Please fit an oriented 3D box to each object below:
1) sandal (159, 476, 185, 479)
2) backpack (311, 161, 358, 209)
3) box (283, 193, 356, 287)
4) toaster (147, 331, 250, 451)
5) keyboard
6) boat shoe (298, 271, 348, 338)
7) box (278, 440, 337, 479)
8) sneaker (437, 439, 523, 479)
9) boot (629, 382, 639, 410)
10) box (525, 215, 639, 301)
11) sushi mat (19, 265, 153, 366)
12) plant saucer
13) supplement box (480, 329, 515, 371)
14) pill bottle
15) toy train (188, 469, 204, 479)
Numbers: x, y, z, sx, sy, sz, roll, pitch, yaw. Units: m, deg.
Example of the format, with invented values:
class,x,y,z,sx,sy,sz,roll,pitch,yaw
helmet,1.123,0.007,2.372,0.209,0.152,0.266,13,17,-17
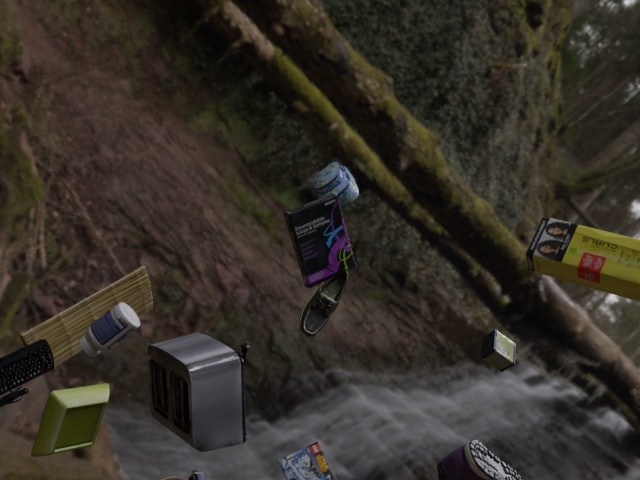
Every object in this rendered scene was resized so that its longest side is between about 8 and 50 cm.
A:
class,x,y,z,sx,sy,sz,roll,pitch,yaw
sandal,-0.519,0.763,2.236,0.079,0.240,0.088,4,-76,48
backpack,0.033,-0.128,1.822,0.084,0.105,0.114,48,11,-34
box,0.000,0.000,1.502,0.029,0.116,0.162,15,-55,61
toaster,-0.205,0.247,1.258,0.168,0.110,0.186,14,-72,50
keyboard,-0.595,0.272,1.420,0.038,0.192,0.100,23,-48,48
boat shoe,0.010,0.171,2.100,0.080,0.224,0.073,33,-28,-1
box,-0.017,0.497,1.535,0.027,0.094,0.137,93,-28,-65
sneaker,0.378,0.569,1.715,0.283,0.124,0.107,45,26,-21
boot,0.696,0.325,1.597,0.037,0.106,0.114,-21,-45,40
box,0.463,0.034,1.222,0.232,0.087,0.058,19,-26,31
sushi mat,-0.520,0.180,1.695,0.019,0.316,0.151,35,-40,31
plant saucer,-0.635,0.473,1.935,0.045,0.188,0.188,26,12,32
supplement box,0.519,0.322,2.176,0.083,0.083,0.056,35,-50,-13
pill bottle,-0.448,0.191,1.580,0.067,0.120,0.067,52,3,-4
toy train,-0.257,0.565,1.577,0.027,0.036,0.158,19,54,-46
